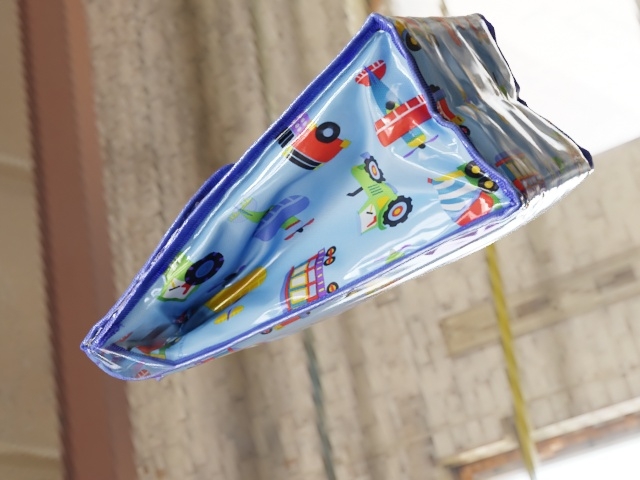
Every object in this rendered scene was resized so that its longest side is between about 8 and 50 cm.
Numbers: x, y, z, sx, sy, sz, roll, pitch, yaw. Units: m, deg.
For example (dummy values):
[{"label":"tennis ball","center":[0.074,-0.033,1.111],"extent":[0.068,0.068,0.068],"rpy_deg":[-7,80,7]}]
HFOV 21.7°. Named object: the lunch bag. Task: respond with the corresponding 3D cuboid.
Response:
[{"label":"lunch bag","center":[0.000,0.000,1.033],"extent":[0.138,0.293,0.221],"rpy_deg":[54,-160,6]}]
